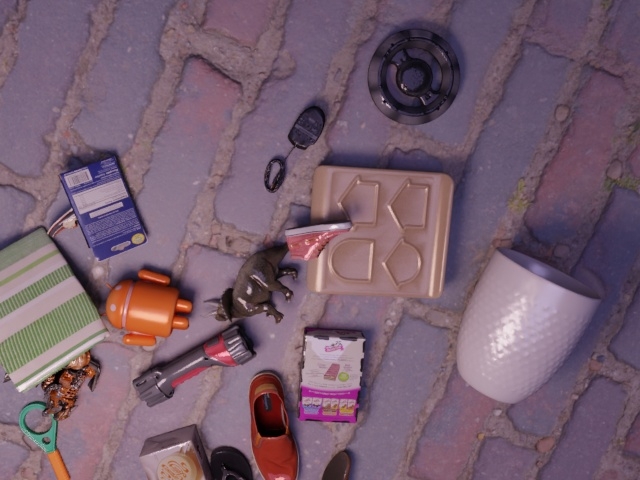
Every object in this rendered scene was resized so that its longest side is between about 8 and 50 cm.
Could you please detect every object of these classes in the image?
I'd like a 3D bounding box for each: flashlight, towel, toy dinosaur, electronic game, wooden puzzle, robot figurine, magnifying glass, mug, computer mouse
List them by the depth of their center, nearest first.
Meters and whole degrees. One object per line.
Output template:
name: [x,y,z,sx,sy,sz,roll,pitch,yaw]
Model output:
towel: [-0.678,0.159,1.555,0.247,0.038,0.325,-34,76,-18]
electronic game: [0.229,-0.398,1.619,0.229,0.048,0.229,-1,101,-4]
robot figurine: [-0.427,0.168,1.625,0.219,0.128,0.158,12,112,-7]
computer mouse: [-0.066,-0.224,1.636,0.071,0.041,0.242,35,102,-2]
toy dinosaur: [-0.650,0.283,1.642,0.218,0.164,0.322,13,79,-21]
toy dinosaur: [-0.150,0.109,1.645,0.160,0.121,0.314,30,101,-23]
wooden puzzle: [0.146,-0.021,1.673,0.347,0.080,0.322,4,100,-1]
mug: [0.525,0.231,1.675,0.374,0.276,0.328,14,107,-38]
flashlight: [-0.315,0.324,1.686,0.304,0.103,0.103,-31,75,5]
magnifying glass: [-0.707,0.526,1.720,0.092,0.026,0.231,-18,102,-2]

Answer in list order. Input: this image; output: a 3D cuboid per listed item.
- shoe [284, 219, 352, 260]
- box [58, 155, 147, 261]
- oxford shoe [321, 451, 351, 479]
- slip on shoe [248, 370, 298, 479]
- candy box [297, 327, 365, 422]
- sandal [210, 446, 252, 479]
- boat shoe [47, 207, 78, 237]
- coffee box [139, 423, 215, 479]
shoe: [0.000,0.000,1.605,0.177,0.063,0.081,-8,97,24]
box: [-0.519,-0.075,1.594,0.136,0.036,0.225,-24,101,-25]
oxford shoe: [0.048,0.673,1.804,0.076,0.076,0.212,12,98,-38]
slip on shoe: [-0.125,0.511,1.731,0.122,0.101,0.332,-8,103,-5]
candy box: [0.026,0.351,1.729,0.159,0.071,0.234,5,101,-6]
sandal: [-0.218,0.667,1.774,0.097,0.054,0.255,-22,102,-1]
boat shoe: [-0.604,-0.052,1.611,0.137,0.049,0.043,-43,103,-1]
coffee box: [-0.359,0.629,1.732,0.141,0.098,0.247,-16,101,-2]
